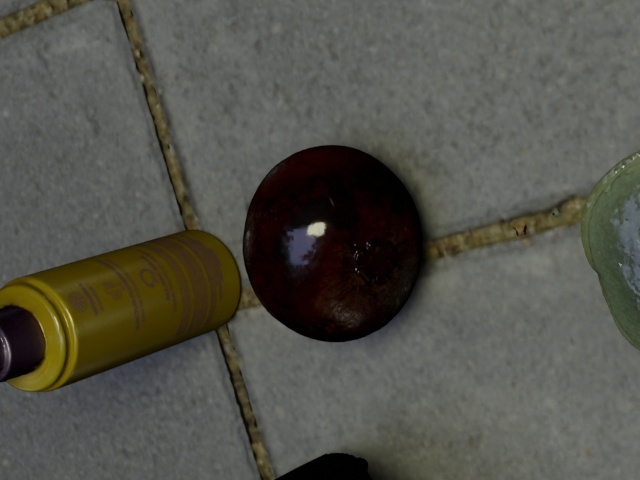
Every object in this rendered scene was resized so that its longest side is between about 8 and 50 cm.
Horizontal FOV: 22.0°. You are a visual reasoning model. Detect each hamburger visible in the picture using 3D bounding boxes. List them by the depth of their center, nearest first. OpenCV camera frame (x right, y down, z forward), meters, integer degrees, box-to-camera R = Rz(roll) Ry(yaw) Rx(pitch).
[{"bbox_3d":[0.223,0.007,0.963,0.133,0.062,0.140,-19,87,31],"label":"hamburger"}]

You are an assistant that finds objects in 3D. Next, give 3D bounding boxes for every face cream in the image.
[{"bbox_3d":[-0.162,0.053,1.100,0.078,0.273,0.078,8,105,32],"label":"face cream"}]

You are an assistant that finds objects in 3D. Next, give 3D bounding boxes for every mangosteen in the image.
[{"bbox_3d":[0.000,0.000,1.083,0.140,0.140,0.140,8,105,32],"label":"mangosteen"}]

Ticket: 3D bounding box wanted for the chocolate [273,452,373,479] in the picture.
[{"bbox_3d":[-0.022,0.364,1.061,0.384,0.383,0.331,-33,95,34],"label":"chocolate"}]
